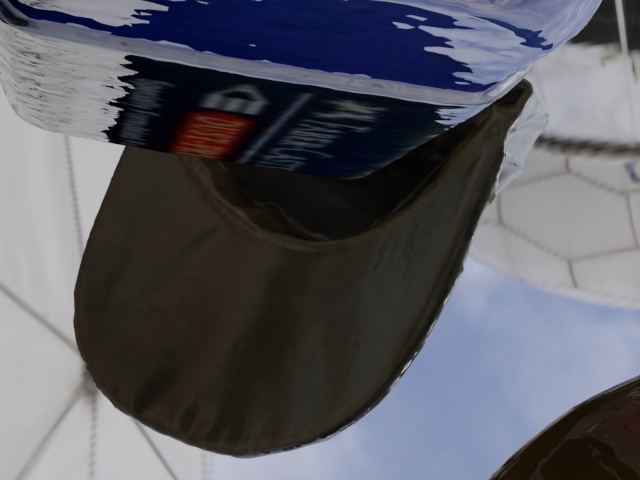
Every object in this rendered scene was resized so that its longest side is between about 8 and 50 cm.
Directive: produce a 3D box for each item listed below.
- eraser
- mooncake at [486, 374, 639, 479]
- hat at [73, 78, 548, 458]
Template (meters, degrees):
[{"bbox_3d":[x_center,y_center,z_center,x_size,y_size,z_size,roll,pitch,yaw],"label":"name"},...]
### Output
[{"bbox_3d":[-0.017,-0.085,0.484,0.155,0.332,0.101,10,-94,-8],"label":"eraser"},{"bbox_3d":[0.149,0.180,0.829,0.235,0.235,0.117,-38,-123,-3],"label":"mooncake"},{"bbox_3d":[0.000,0.000,0.843,0.214,0.149,0.244,11,-104,28],"label":"hat"}]
